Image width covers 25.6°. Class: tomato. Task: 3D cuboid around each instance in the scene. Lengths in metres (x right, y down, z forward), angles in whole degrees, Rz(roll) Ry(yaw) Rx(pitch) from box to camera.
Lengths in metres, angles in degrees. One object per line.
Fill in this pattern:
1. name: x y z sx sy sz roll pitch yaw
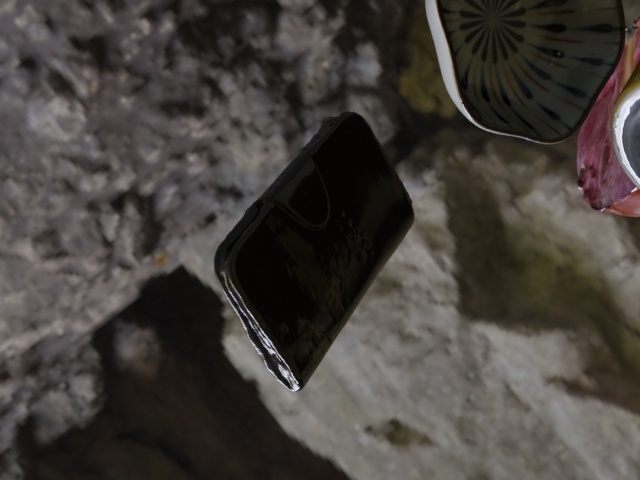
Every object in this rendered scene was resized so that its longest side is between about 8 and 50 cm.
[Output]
1. tomato: 0.463 -0.151 1.828 0.335 0.176 0.290 127 -21 -61

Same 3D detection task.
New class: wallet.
1. wallet: 0.000 0.000 0.713 0.018 0.082 0.157 -16 -157 37

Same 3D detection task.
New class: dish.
1. dish: 0.133 -0.162 1.008 0.190 0.191 0.066 -38 -155 -28

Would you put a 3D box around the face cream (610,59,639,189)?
1. face cream: 0.270 -0.160 0.780 0.349 0.105 0.105 -55 -171 -34
